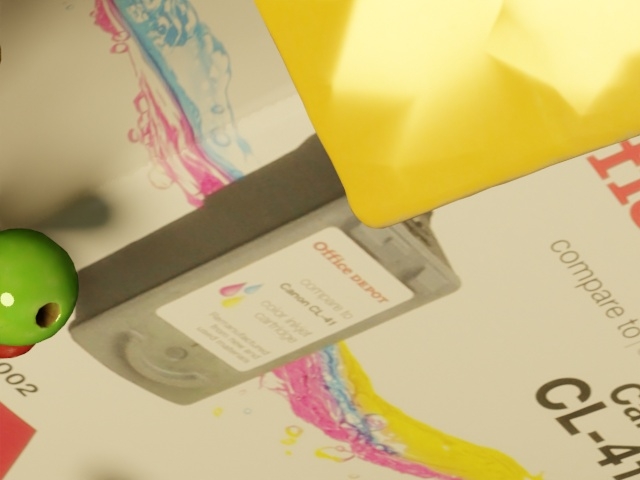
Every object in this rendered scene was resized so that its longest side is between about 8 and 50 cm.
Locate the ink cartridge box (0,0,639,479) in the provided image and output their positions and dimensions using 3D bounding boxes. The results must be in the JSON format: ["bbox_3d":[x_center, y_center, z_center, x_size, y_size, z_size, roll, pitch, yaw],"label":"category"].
[{"bbox_3d":[0.000,0.000,0.633,0.306,0.131,0.226,-22,134,24],"label":"ink cartridge box"}]

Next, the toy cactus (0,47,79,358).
[{"bbox_3d":[-0.170,0.006,0.527,0.219,0.112,0.180,14,115,1],"label":"toy cactus"}]

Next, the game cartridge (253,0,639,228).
[{"bbox_3d":[0.096,-0.183,0.392,0.323,0.053,0.285,-20,105,18],"label":"game cartridge"}]
